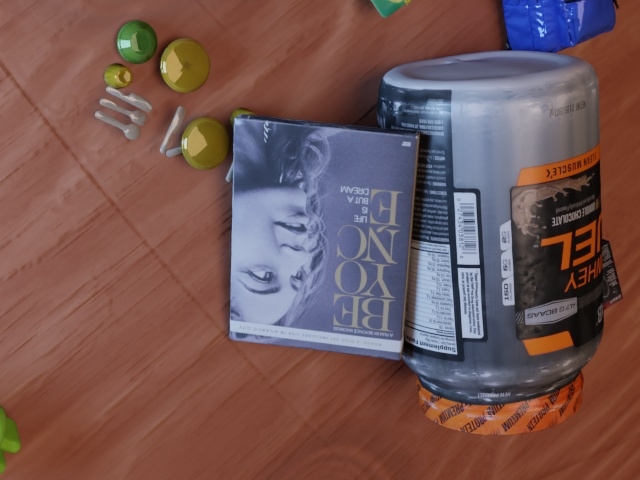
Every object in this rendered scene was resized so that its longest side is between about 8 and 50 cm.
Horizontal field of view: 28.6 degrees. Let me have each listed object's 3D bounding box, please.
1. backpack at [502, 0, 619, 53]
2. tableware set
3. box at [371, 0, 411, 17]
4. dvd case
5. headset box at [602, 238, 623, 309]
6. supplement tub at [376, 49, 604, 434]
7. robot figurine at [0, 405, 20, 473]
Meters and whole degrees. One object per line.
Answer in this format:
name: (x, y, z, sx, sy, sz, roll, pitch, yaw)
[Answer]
backpack: (0.237, -0.254, 1.242, 0.098, 0.101, 0.120, -26, 111, -29)
tableware set: (-0.123, -0.125, 1.112, 0.154, 0.024, 0.104, 24, 86, -31)
box: (0.090, -0.303, 1.178, 0.179, 0.043, 0.105, -46, 120, -16)
dvd case: (0.000, 0.000, 1.137, 0.164, 0.018, 0.221, 6, 114, 8)
headset box: (0.297, 0.047, 1.389, 0.062, 0.032, 0.083, -29, 116, -21)
supplement tub: (0.165, -0.001, 1.198, 0.207, 0.207, 0.338, -14, 109, -27)
robot figurine: (-0.310, 0.157, 1.045, 0.115, 0.067, 0.101, 29, 107, -32)
